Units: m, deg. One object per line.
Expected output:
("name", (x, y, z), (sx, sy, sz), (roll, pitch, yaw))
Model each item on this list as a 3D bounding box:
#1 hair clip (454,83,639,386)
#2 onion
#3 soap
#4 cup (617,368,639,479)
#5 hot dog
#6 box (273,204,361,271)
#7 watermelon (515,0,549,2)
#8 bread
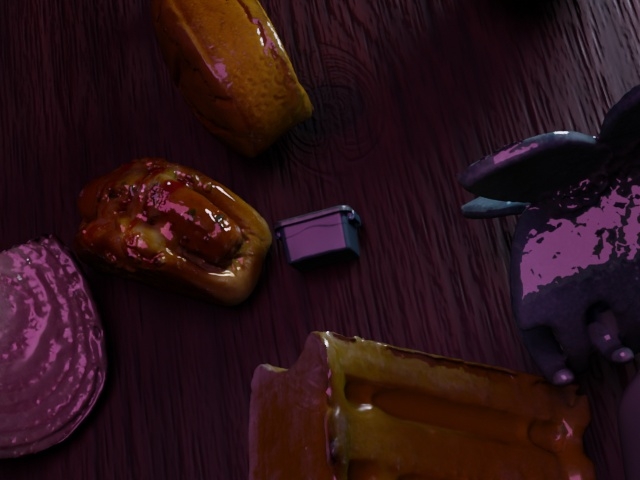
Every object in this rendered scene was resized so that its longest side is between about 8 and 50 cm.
("hair clip", (0.321, -0.012, 1.248), (0.318, 0.392, 0.238), (-22, 82, 2))
("onion", (-0.388, 0.145, 1.529), (0.250, 0.111, 0.247), (-22, 85, -20))
("soap", (0.105, 0.259, 1.170), (0.156, 0.335, 0.293), (-31, 53, 48))
("cup", (0.390, 0.258, 1.147), (0.206, 0.205, 0.312), (-11, 62, 14))
("hot dog", (-0.197, -0.014, 1.514), (0.257, 0.153, 0.150), (14, 70, 24))
("box", (0.000, 0.000, 1.490), (0.099, 0.074, 0.054), (-15, 72, 12))
("watermelon", (0.251, -0.390, 1.522), (0.215, 0.188, 0.188), (33, 78, 16))
("bread", (-0.119, -0.226, 1.572), (0.143, 0.195, 0.269), (-28, 55, -4))
